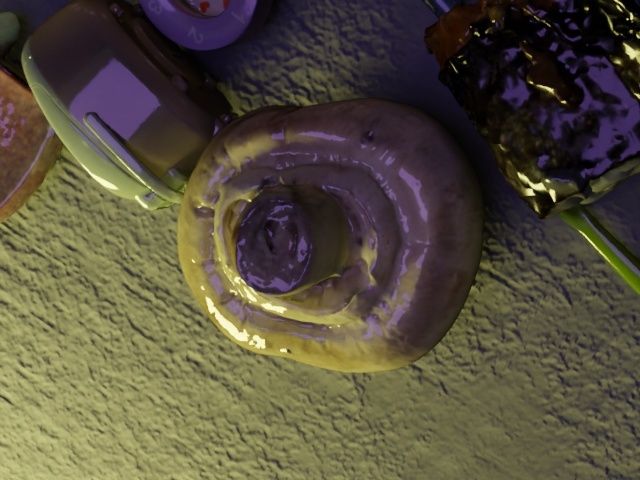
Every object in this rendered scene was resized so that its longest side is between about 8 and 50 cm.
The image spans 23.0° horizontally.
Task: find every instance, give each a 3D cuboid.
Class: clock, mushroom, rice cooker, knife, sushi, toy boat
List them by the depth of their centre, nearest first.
[{"bbox_3d":[0.243,-0.170,1.140,0.348,0.234,0.207,-36,86,22],"label":"sushi"},{"bbox_3d":[0.000,0.000,1.283,0.254,0.234,0.260,44,115,5],"label":"mushroom"},{"bbox_3d":[0.224,-0.007,1.296,0.184,0.026,0.022,45,130,5],"label":"knife"},{"bbox_3d":[-0.092,-0.272,1.355,0.172,0.064,0.198,39,115,11],"label":"clock"},{"bbox_3d":[-0.167,-0.123,1.382,0.206,0.145,0.127,44,106,5],"label":"rice cooker"},{"bbox_3d":[-0.322,-0.102,1.504,0.155,0.085,0.227,39,104,3],"label":"toy boat"}]

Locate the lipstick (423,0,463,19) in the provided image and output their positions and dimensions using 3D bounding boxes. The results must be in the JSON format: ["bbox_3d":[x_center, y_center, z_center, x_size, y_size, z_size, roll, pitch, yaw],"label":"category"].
[{"bbox_3d":[0.088,-0.215,1.306,0.116,0.037,0.037,48,116,1],"label":"lipstick"}]
